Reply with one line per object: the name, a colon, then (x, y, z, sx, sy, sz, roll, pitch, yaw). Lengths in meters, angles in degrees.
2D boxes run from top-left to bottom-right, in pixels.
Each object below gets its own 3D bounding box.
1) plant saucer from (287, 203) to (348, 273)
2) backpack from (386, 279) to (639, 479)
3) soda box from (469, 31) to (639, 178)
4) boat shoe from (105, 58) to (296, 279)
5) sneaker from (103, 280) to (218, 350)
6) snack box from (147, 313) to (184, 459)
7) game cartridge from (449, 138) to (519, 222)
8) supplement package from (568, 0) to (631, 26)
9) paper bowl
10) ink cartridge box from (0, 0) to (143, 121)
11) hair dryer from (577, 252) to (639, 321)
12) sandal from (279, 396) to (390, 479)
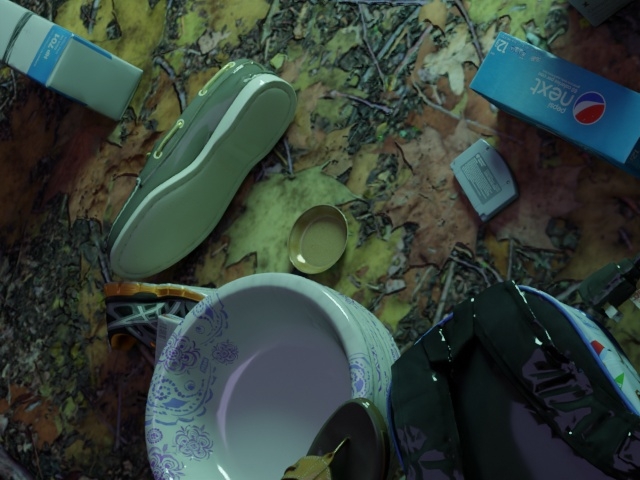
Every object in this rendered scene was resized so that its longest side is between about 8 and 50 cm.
plant saucer: (0.000, 0.000, 1.669, 0.083, 0.015, 0.083, -12, 67, 31)
backpack: (0.197, 0.181, 1.348, 0.276, 0.213, 0.263, -33, 66, 16)
soda box: (0.260, -0.139, 1.504, 0.210, 0.067, 0.071, 32, 94, 38)
boat shoe: (-0.155, -0.087, 1.752, 0.305, 0.109, 0.091, -50, 49, 2)
sneaker: (-0.173, 0.093, 1.723, 0.214, 0.084, 0.083, 0, 81, 42)
snack box: (-0.163, 0.177, 1.672, 0.064, 0.022, 0.178, 15, 107, 33)
game cartridge: (0.178, -0.067, 1.568, 0.056, 0.017, 0.083, -40, 56, 21)
supplement package: (0.267, -0.316, 1.489, 0.105, 0.179, 0.105, -33, 58, 22)
paper bowl: (-0.034, 0.186, 1.545, 0.284, 0.148, 0.284, -13, 67, 31)
ink cartridge box: (-0.350, -0.241, 1.918, 0.190, 0.139, 0.082, 31, 94, 38)
hair dryer: (0.407, 0.028, 1.336, 0.293, 0.080, 0.223, -46, 71, 5)
sandal: (-0.015, 0.241, 1.380, 0.219, 0.060, 0.090, -47, 61, 19)
